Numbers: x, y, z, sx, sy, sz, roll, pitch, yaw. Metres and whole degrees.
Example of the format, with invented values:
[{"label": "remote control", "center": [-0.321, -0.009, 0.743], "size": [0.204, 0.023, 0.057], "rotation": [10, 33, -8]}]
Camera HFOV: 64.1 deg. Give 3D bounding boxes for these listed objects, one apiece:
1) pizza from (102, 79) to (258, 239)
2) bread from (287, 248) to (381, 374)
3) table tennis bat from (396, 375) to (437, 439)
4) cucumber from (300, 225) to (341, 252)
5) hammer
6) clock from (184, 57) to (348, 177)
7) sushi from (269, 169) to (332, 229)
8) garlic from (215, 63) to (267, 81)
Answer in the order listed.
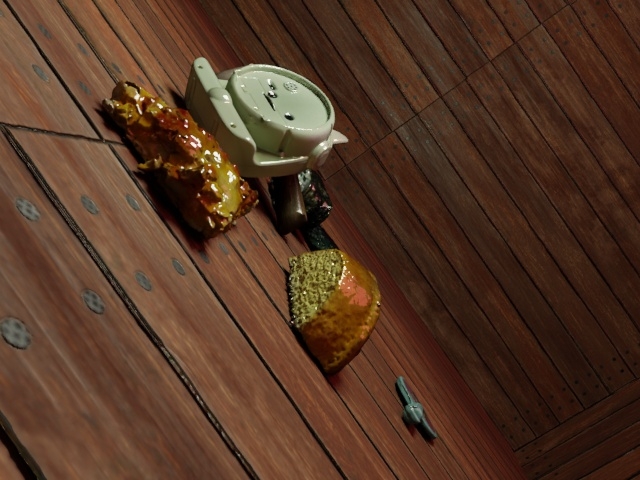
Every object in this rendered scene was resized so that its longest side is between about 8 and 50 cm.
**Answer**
[{"label": "pizza", "center": [-0.158, -0.090, 0.686], "size": [0.289, 0.081, 0.229], "rotation": [49, 10, -44]}, {"label": "bread", "center": [0.029, 0.092, 0.847], "size": [0.129, 0.134, 0.260], "rotation": [50, 9, -25]}, {"label": "table tennis bat", "center": [0.209, 0.372, 1.124], "size": [0.153, 0.040, 0.244], "rotation": [59, 4, 18]}, {"label": "cucumber", "center": [0.002, -0.002, 1.314], "size": [0.078, 0.062, 0.211], "rotation": [45, 13, -47]}, {"label": "hammer", "center": [-0.086, -0.191, 1.178], "size": [0.095, 0.242, 0.409], "rotation": [55, 20, -50]}, {"label": "clock", "center": [-0.095, -0.256, 1.047], "size": [0.324, 0.109, 0.265], "rotation": [-9, 54, -35]}, {"label": "sushi", "center": [-0.045, -0.113, 1.271], "size": [0.127, 0.124, 0.225], "rotation": [50, 9, -29]}, {"label": "garlic", "center": [-0.229, -0.425, 1.389], "size": [0.128, 0.148, 0.266], "rotation": [21, 18, -14]}]
